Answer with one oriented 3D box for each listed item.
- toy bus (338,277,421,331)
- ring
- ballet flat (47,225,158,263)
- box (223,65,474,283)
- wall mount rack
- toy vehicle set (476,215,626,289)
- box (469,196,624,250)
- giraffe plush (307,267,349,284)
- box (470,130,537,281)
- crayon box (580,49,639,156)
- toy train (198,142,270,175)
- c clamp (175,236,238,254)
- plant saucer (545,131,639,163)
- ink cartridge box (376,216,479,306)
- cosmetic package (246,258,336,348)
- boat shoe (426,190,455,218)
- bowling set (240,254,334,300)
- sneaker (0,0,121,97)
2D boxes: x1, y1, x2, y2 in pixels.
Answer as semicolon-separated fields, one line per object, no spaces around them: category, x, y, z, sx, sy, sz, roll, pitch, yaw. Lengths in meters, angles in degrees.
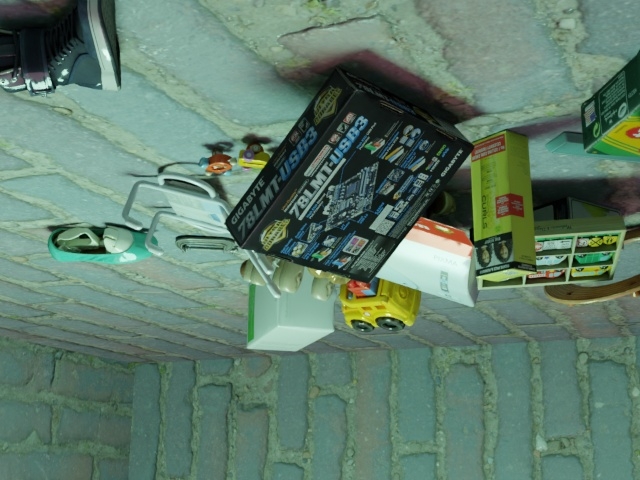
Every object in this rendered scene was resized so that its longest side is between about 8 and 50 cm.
toy bus;0.123;0.139;2.438;0.220;0.149;0.211;-9;150;39
ring;0.626;0.053;1.912;0.336;0.032;0.336;-24;-167;6
ballet flat;-0.491;0.006;2.061;0.247;0.083;0.087;-3;151;4
box;0.049;-0.085;1.402;0.293;0.073;0.295;17;117;-44
wall mount rack;-0.212;-0.009;1.804;0.304;0.130;0.350;16;166;6
toy vehicle set;0.438;0.025;1.781;0.266;0.035;0.166;-4;142;5
box;0.476;-0.004;1.970;0.169;0.087;0.290;11;162;-32
giraffe plush;0.027;-0.052;1.628;0.210;0.170;0.181;-33;148;-15
box;0.296;-0.055;1.506;0.058;0.232;0.087;12;162;-36
crayon box;0.562;-0.183;1.315;0.318;0.081;0.202;2;164;-8
toy train;-0.117;-0.134;1.594;0.166;0.046;0.125;14;161;-32
c clamp;-0.268;0.017;2.195;0.160;0.022;0.137;4;165;-16
plant saucer;0.478;-0.153;1.551;0.192;0.018;0.067;4;165;-15
ink cartridge box;0.160;0.019;1.869;0.308;0.091;0.385;18;172;19
cosmetic package;-0.081;0.170;2.428;0.155;0.197;0.365;5;163;-15
boat shoe;0.241;-0.071;1.811;0.045;0.050;0.135;-1;175;-7
bowling set;-0.103;0.029;2.075;0.200;0.154;0.287;13;176;37
sneaker;-0.327;-0.239;1.123;0.163;0.086;0.226;1;166;-11
